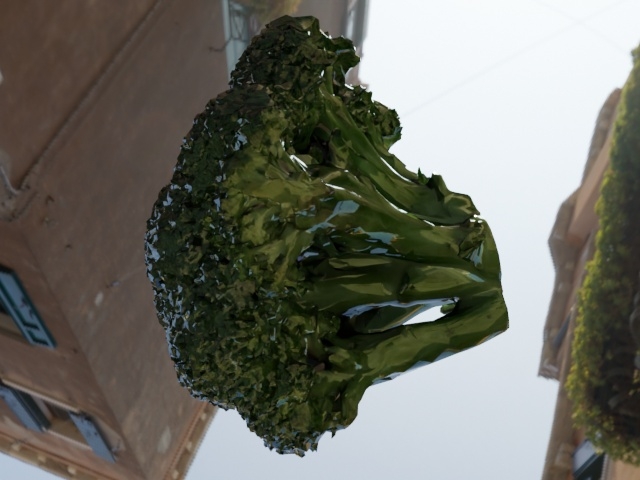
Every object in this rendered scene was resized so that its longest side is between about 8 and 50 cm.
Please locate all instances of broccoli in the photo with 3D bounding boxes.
[{"bbox_3d":[0.000,0.000,0.531,0.246,0.265,0.294,-1,-119,-4],"label":"broccoli"}]
